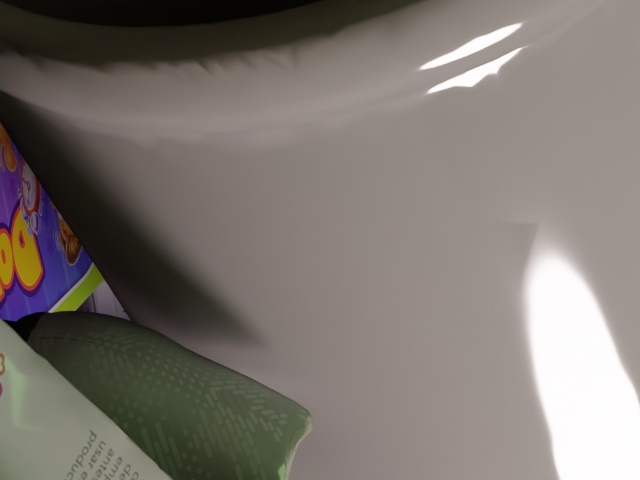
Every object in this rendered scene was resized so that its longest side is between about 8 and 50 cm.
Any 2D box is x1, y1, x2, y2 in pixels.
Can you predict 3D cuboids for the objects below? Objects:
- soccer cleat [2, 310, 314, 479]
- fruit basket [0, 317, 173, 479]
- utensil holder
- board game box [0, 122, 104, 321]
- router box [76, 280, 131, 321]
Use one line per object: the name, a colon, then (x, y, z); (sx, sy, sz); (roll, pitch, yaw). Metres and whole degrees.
soccer cleat: (-0.084, 0.168, 0.641); (0.116, 0.143, 0.331); (-71, 175, -47)
fruit basket: (-0.106, 0.224, 0.455); (0.327, 0.165, 0.353); (-63, 147, -23)
utensil holder: (0.046, -0.060, 0.669); (0.385, 0.327, 0.327); (65, 21, -46)
board game box: (-0.178, -0.055, 0.655); (0.347, 0.078, 0.233); (-61, 144, -72)
router box: (-0.008, -0.007, 0.945); (0.082, 0.301, 0.335); (22, -58, 63)
